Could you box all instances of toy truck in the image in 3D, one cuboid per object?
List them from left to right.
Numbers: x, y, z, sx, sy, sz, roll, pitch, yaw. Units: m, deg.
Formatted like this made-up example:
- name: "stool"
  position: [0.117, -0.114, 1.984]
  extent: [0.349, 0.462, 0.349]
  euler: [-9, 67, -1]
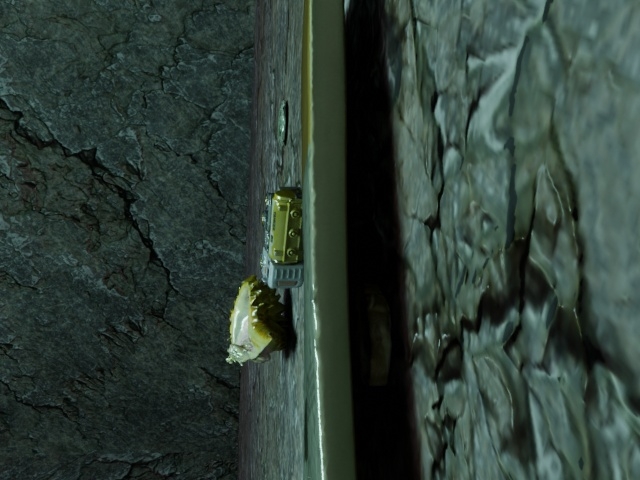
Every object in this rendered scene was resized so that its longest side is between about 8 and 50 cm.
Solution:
- name: "toy truck"
  position: [-0.037, -0.004, 0.779]
  extent: [0.063, 0.052, 0.123]
  euler: [-116, 30, -60]

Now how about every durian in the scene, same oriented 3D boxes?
- name: "durian"
  position: [-0.076, 0.126, 0.975]
  extent: [0.224, 0.078, 0.140]
  euler: [-169, 92, -71]

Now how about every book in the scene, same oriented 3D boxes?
- name: "book"
  position: [0.000, 0.000, 0.526]
  extent: [0.269, 0.032, 0.389]
  euler: [98, 172, -67]

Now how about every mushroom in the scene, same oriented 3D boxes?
- name: "mushroom"
  position: [0.030, 0.053, 0.414]
  extent: [0.101, 0.019, 0.049]
  euler: [-93, 7, -67]

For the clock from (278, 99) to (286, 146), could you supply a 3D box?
- name: "clock"
  position: [-0.061, -0.189, 1.114]
  extent: [0.083, 0.010, 0.074]
  euler: [-131, 43, -79]
